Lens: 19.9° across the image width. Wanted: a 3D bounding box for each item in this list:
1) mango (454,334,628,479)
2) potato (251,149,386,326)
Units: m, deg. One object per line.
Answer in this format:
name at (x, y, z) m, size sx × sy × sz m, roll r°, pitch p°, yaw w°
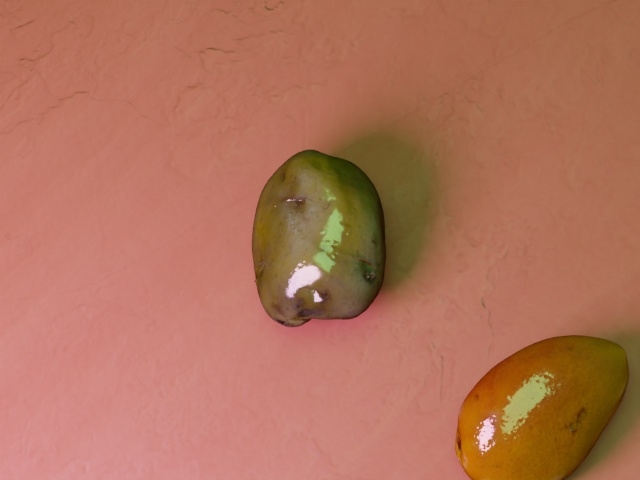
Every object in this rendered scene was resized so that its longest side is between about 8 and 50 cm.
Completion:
mango at (0.243, 0.183, 1.966) m, size 0.217 × 0.102 × 0.141 m, roll -36°, pitch 76°, yaw -4°
potato at (-0.002, -0.002, 2.044) m, size 0.154 × 0.137 × 0.200 m, roll 1°, pitch 72°, yaw 8°
